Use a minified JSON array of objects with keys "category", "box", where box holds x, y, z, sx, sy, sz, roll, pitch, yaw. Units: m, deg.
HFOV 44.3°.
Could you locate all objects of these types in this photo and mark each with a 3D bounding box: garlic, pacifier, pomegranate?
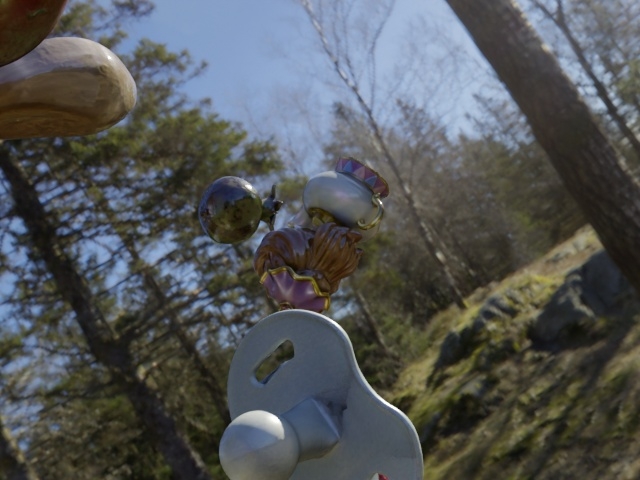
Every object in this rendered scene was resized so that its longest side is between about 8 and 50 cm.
[{"category":"garlic","box":[-0.387,-0.215,1.147,0.318,0.112,0.143,-18,-43,-43]},{"category":"pacifier","box":[-0.035,0.233,0.909,0.244,0.299,0.233,-45,-22,20]},{"category":"pomegranate","box":[-0.165,-0.058,1.613,0.169,0.148,0.148,4,-21,-12]}]

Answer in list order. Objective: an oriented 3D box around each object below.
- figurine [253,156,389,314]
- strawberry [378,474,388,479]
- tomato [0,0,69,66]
[{"category":"figurine","box":[0.000,0.000,1.215,0.189,0.142,0.263,3,54,56]},{"category":"strawberry","box":[0.065,0.408,1.165,0.244,0.205,0.205,8,-33,-31]},{"category":"tomato","box":[-0.404,-0.325,0.845,0.270,0.222,0.270,-20,-42,-20]}]
